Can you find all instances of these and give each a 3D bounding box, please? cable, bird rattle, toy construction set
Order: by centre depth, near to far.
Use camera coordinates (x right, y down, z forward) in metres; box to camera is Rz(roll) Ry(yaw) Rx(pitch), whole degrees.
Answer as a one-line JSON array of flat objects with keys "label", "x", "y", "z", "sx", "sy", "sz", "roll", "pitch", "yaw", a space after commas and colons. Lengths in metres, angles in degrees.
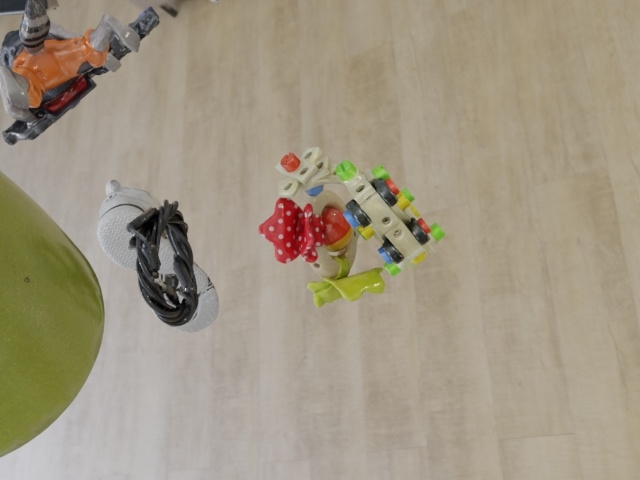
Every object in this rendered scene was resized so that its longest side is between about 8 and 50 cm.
[{"label": "cable", "x": -0.189, "y": 0.025, "z": 0.881, "sx": 0.047, "sy": 0.184, "sz": 0.150, "roll": -19, "pitch": 102, "yaw": 7}, {"label": "toy construction set", "x": 0.083, "y": -0.059, "z": 1.163, "sx": 0.151, "sy": 0.328, "sz": 0.215, "roll": -51, "pitch": 32, "yaw": 16}, {"label": "bird rattle", "x": 0.000, "y": 0.000, "z": 1.235, "sx": 0.143, "sy": 0.253, "sz": 0.207, "roll": -22, "pitch": 34, "yaw": 34}]

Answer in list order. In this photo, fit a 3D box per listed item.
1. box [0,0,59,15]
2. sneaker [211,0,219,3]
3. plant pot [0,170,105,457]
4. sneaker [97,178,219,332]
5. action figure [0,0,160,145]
[{"label": "box", "x": -0.647, "y": -0.630, "z": 1.289, "sx": 0.293, "sy": 0.212, "sz": 0.395, "roll": -133, "pitch": 35, "yaw": -65}, {"label": "sneaker", "x": -0.221, "y": -0.597, "z": 1.565, "sx": 0.067, "sy": 0.042, "sz": 0.118, "roll": -26, "pitch": 42, "yaw": 40}, {"label": "plant pot", "x": -0.345, "y": 0.021, "z": 0.557, "sx": 0.275, "sy": 0.293, "sz": 0.274, "roll": 2, "pitch": 61, "yaw": -4}, {"label": "sneaker", "x": -0.344, "y": 0.027, "z": 1.463, "sx": 0.137, "sy": 0.366, "sz": 0.210, "roll": -32, "pitch": 38, "yaw": 1}, {"label": "action figure", "x": -0.408, "y": -0.315, "z": 1.095, "sx": 0.341, "sy": 0.178, "sz": 0.330, "roll": -49, "pitch": 32, "yaw": -17}]
